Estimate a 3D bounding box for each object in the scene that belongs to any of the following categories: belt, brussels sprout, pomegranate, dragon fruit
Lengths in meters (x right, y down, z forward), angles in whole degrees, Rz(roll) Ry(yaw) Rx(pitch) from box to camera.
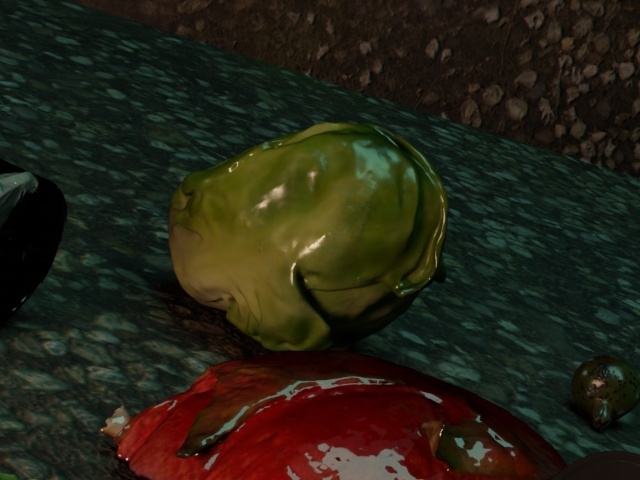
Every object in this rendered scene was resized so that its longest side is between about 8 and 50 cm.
[{"bbox_3d":[-0.288,0.003,1.469,0.078,0.151,0.198,26,18,16],"label":"belt"},{"bbox_3d":[-0.001,-0.002,1.714,0.294,0.227,0.259,-10,-7,21],"label":"brussels sprout"},{"bbox_3d":[0.296,0.158,1.857,0.073,0.073,0.084,29,33,28],"label":"pomegranate"},{"bbox_3d":[0.005,0.144,1.324,0.344,0.100,0.282,7,12,21],"label":"dragon fruit"}]

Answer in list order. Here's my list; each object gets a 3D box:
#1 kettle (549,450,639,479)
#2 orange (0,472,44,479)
[{"bbox_3d":[0.290,0.285,1.276,0.308,0.262,0.203,14,52,-34],"label":"kettle"},{"bbox_3d":[-0.094,0.245,0.827,0.335,0.196,0.262,19,30,9],"label":"orange"}]
